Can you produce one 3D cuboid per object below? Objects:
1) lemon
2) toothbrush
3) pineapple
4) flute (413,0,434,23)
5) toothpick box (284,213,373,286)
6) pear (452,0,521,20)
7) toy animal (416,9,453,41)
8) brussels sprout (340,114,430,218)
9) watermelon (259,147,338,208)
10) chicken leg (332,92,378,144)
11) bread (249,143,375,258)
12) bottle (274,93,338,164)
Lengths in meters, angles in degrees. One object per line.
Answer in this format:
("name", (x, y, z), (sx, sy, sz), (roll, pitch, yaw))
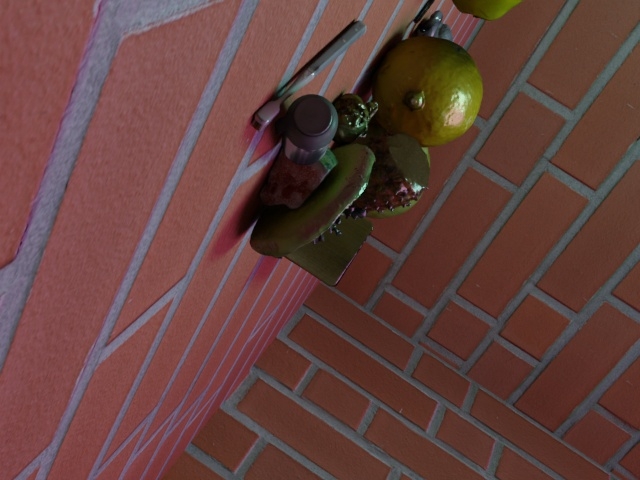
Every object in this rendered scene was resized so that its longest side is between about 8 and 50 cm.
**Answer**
("lemon", (0.240, -0.335, 1.956), (0.260, 0.261, 0.284), (-58, -163, 16))
("toothbrush", (-0.009, -0.260, 1.331), (0.342, 0.025, 0.030), (-52, 180, -42))
("pineapple", (0.054, -0.102, 1.802), (0.365, 0.165, 0.165), (-24, -160, 43))
("flute", (0.293, -0.608, 2.063), (0.269, 0.014, 0.014), (-55, 175, -21))
("toothpick box", (0.000, 0.000, 2.211), (0.187, 0.190, 0.308), (-58, 179, -5))
("pear", (0.379, -0.600, 1.847), (0.269, 0.212, 0.212), (-65, 172, 27))
("toy animal", (0.274, -0.494, 2.153), (0.195, 0.090, 0.324), (-55, 177, -19))
("brussels sprout", (0.150, -0.192, 2.169), (0.316, 0.243, 0.273), (-57, 153, -57))
("watermelon", (-0.040, -0.120, 1.542), (0.158, 0.098, 0.121), (-44, 166, -6))
("chicken leg", (0.068, -0.249, 1.778), (0.228, 0.088, 0.103), (-32, 142, -69))
("bread", (-0.017, -0.084, 1.630), (0.301, 0.045, 0.301), (-35, -157, 17))
("bottle", (-0.026, -0.169, 1.357), (0.254, 0.096, 0.079), (153, -74, -85))
